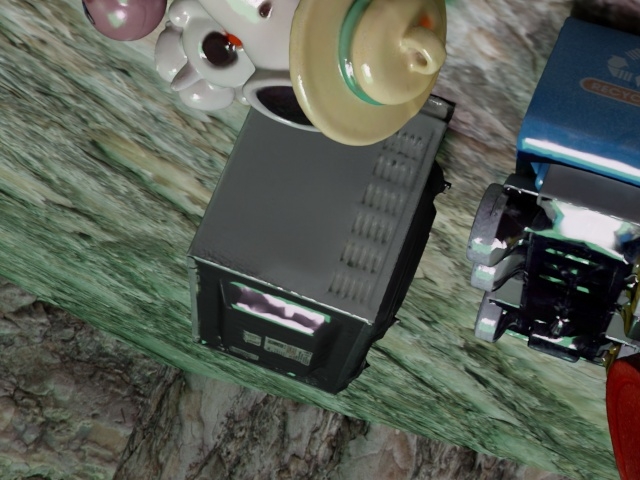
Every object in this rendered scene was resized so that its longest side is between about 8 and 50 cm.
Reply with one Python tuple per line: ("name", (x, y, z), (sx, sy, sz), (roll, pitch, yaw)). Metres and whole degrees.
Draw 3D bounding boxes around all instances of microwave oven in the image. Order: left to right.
("microwave oven", (0.000, 0.000, 1.062), (0.181, 0.237, 0.295), (20, 161, 1))

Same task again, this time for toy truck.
("toy truck", (0.201, -0.012, 0.850), (0.146, 0.175, 0.367), (20, 164, 12))

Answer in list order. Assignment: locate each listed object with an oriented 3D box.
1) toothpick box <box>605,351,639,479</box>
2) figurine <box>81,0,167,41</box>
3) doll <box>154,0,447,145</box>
("toothpick box", (0.378, 0.128, 0.745), (0.333, 0.204, 0.204), (-16, 162, -1))
("figurine", (-0.153, -0.193, 0.910), (0.067, 0.071, 0.083), (-8, -177, -23))
("doll", (-0.020, -0.143, 0.823), (0.208, 0.144, 0.271), (42, 162, 3))
